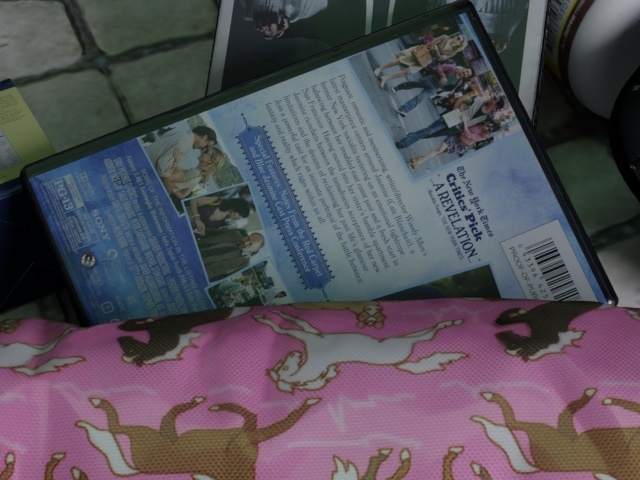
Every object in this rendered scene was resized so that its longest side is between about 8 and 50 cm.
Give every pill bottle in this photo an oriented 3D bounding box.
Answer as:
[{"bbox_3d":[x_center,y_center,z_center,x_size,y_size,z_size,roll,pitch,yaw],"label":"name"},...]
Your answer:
[{"bbox_3d":[0.146,-0.174,1.101,0.117,0.117,0.215,-21,49,-16],"label":"pill bottle"}]

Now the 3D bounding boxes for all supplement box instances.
[{"bbox_3d":[-0.168,-0.024,0.996,0.056,0.083,0.083,-22,50,-18],"label":"supplement box"}]

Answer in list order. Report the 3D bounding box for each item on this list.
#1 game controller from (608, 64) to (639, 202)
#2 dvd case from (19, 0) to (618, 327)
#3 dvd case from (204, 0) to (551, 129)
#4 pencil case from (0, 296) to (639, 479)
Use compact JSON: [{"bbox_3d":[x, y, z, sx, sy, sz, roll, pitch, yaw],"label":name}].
[{"bbox_3d":[0.276,-0.090,1.011,0.067,0.166,0.319,-16,26,53],"label":"game controller"},{"bbox_3d":[0.000,0.000,0.943,0.253,0.022,0.180,-22,78,-12],"label":"dvd case"},{"bbox_3d":[0.031,-0.103,1.018,0.179,0.029,0.238,6,79,9],"label":"dvd case"},{"bbox_3d":[0.032,0.113,0.807,0.386,0.160,0.167,0,26,3],"label":"pencil case"}]
